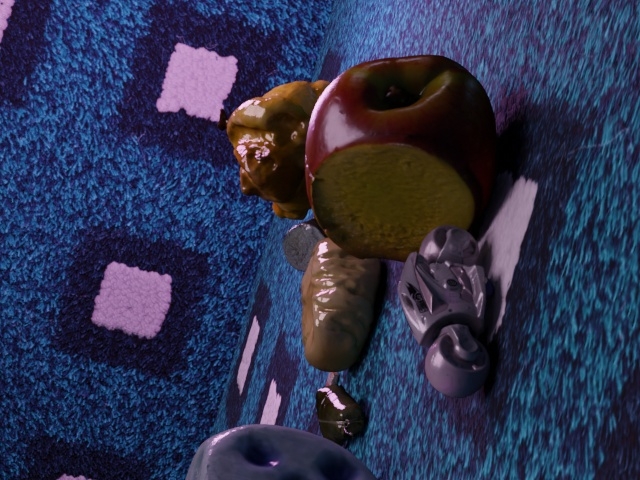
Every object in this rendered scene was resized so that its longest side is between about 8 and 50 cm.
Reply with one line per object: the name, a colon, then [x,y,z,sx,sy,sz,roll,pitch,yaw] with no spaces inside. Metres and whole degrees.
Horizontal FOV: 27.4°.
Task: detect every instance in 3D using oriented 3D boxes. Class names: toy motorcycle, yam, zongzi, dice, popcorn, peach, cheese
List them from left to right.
dice: [-0.069,0.427,1.755,0.265,0.262,0.268,-88,15,-58]
popcorn: [-0.036,-0.169,2.624,0.316,0.281,0.297,-20,-42,-45]
yam: [0.000,0.000,2.572,0.259,0.106,0.106,-25,-47,-73]
cheese: [0.029,0.112,2.192,0.226,0.117,0.214,107,169,-47]
zongzi: [0.043,0.306,2.029,0.154,0.062,0.130,-143,47,-64]
peach: [0.112,-0.098,1.674,0.245,0.248,0.275,-39,-32,-37]
toy motorcycle: [0.142,0.075,1.530,0.254,0.112,0.112,-87,15,-48]

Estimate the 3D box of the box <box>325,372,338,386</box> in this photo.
box: [0.014,0.271,2.311,0.046,0.012,0.083,-135,61,-81]
